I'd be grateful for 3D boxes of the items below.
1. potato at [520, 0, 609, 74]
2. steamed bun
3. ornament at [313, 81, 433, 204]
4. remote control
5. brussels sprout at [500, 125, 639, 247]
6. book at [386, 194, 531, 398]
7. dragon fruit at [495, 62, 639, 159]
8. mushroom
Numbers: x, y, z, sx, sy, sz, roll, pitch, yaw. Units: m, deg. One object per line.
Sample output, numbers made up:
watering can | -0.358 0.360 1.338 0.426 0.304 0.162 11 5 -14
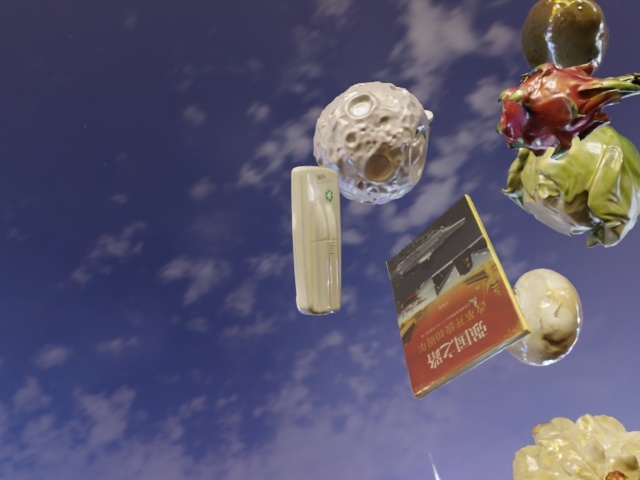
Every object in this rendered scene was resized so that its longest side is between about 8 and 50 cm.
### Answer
potato | 0.521 -0.431 0.984 0.178 0.235 0.160 20 -87 21
steamed bun | 0.447 0.422 0.730 0.296 0.292 0.137 -12 -38 4
ornament | 0.137 -0.270 1.291 0.338 0.337 0.336 -4 -55 -5
remote control | -0.001 0.000 0.718 0.090 0.049 0.230 -3 -89 -47
brussels sprout | 0.863 -0.209 1.521 0.361 0.425 0.342 -53 -23 0
book | 0.256 0.102 0.951 0.028 0.373 0.262 29 -55 -25
dragon fruit | 0.391 -0.211 0.724 0.135 0.236 0.137 49 -114 -33
mushroom | 0.691 0.237 1.522 0.315 0.356 0.314 -14 -62 -27
